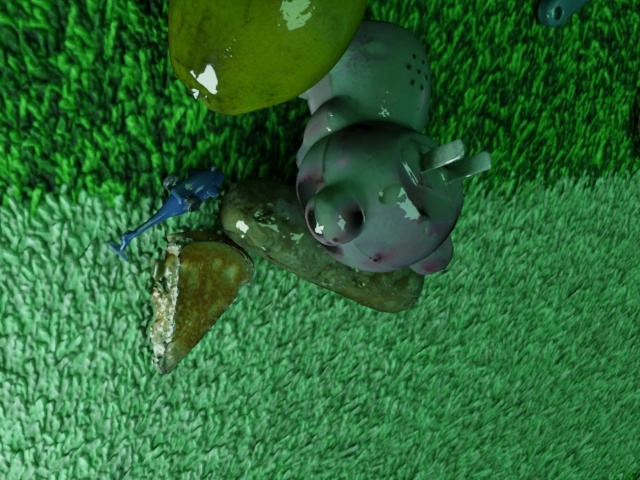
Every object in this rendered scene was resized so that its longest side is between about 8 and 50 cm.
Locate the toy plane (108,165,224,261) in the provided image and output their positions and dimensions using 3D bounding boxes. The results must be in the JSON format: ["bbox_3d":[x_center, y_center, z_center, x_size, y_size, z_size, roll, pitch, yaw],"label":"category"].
[{"bbox_3d":[-0.183,-0.037,1.430,0.167,0.054,0.062,-37,158,-21],"label":"toy plane"}]

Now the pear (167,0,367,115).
[{"bbox_3d":[-0.059,-0.264,1.300,0.269,0.212,0.212,-49,136,-2],"label":"pear"}]

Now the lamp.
[{"bbox_3d":[0.086,-0.115,1.421,0.247,0.247,0.301,22,58,-48],"label":"lamp"}]

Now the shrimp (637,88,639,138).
[{"bbox_3d":[0.591,-0.204,2.026,0.132,0.052,0.187,-64,145,-22],"label":"shrimp"}]

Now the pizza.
[{"bbox_3d":[-0.172,0.079,1.498,0.185,0.052,0.195,24,92,-53],"label":"pizza"}]

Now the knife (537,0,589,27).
[{"bbox_3d":[0.416,-0.391,1.777,0.244,0.032,0.058,-35,123,-28],"label":"knife"}]

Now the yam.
[{"bbox_3d":[0.000,0.000,1.561,0.330,0.133,0.133,21,98,-40],"label":"yam"}]
